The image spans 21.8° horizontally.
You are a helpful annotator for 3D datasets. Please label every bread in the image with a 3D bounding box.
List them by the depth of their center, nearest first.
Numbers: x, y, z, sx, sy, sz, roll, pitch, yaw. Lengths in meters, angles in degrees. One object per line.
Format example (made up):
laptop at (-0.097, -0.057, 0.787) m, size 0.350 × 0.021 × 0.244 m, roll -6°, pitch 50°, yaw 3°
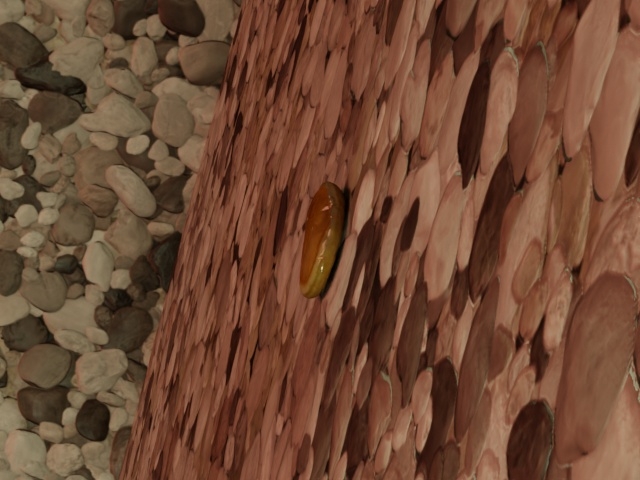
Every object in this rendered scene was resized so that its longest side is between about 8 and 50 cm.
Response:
bread at (0.000, 0.000, 1.530) m, size 0.110 × 0.024 × 0.110 m, roll -167°, pitch 90°, yaw -81°
